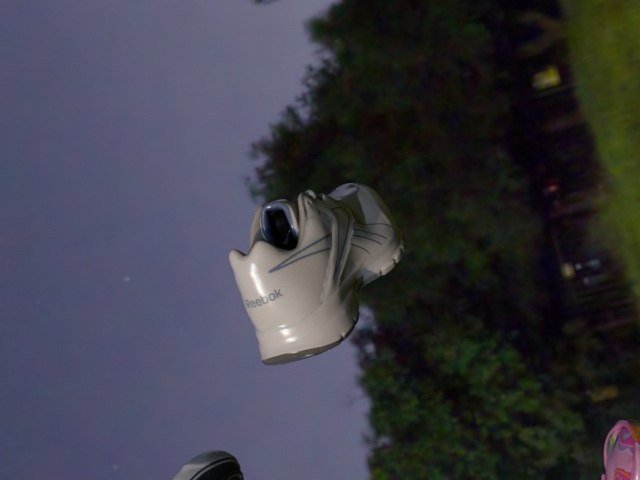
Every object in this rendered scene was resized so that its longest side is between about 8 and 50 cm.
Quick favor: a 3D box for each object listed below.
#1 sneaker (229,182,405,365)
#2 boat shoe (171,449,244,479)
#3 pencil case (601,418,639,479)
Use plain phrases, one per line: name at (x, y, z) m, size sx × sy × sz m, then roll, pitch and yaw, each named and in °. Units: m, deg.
sneaker at (0.000, 0.000, 1.166) m, size 0.129 × 0.111 × 0.297 m, roll 64°, pitch -157°, yaw -17°
boat shoe at (-0.088, 0.225, 0.897) m, size 0.183 × 0.083 × 0.065 m, roll -37°, pitch -45°, yaw -56°
pencil case at (0.461, 0.269, 1.326) m, size 0.124 × 0.284 × 0.124 m, roll -174°, pitch 90°, yaw -86°
